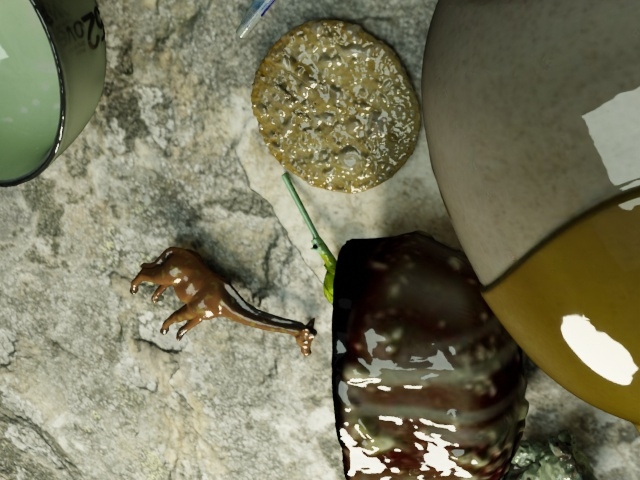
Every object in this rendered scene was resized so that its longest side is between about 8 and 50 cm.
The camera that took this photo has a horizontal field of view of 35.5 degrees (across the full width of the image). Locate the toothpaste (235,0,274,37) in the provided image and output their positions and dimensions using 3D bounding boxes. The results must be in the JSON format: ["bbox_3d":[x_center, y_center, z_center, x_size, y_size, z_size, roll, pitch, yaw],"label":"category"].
[{"bbox_3d":[-0.072,-0.271,1.169,0.024,0.015,0.083,44,124,4],"label":"toothpaste"}]

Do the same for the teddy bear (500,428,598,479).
[{"bbox_3d":[0.282,0.298,1.214,0.213,0.111,0.133,-54,48,51],"label":"teddy bear"}]

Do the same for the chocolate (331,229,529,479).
[{"bbox_3d":[0.137,0.153,1.160,0.210,0.225,0.340,2,119,16],"label":"chocolate"}]

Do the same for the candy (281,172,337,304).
[{"bbox_3d":[0.000,0.000,1.266,0.194,0.058,0.062,62,161,0],"label":"candy"}]

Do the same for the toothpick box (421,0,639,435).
[{"bbox_3d":[0.309,-0.059,0.806,0.409,0.409,0.425,-8,118,34],"label":"toothpick box"}]

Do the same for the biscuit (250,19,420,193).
[{"bbox_3d":[0.015,-0.154,1.171,0.220,0.033,0.220,14,122,23],"label":"biscuit"}]

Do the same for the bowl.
[{"bbox_3d":[-0.403,-0.262,1.265,0.354,0.185,0.354,15,123,24],"label":"bowl"}]

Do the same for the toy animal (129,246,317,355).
[{"bbox_3d":[-0.136,0.095,1.387,0.230,0.066,0.224,-28,100,34],"label":"toy animal"}]
